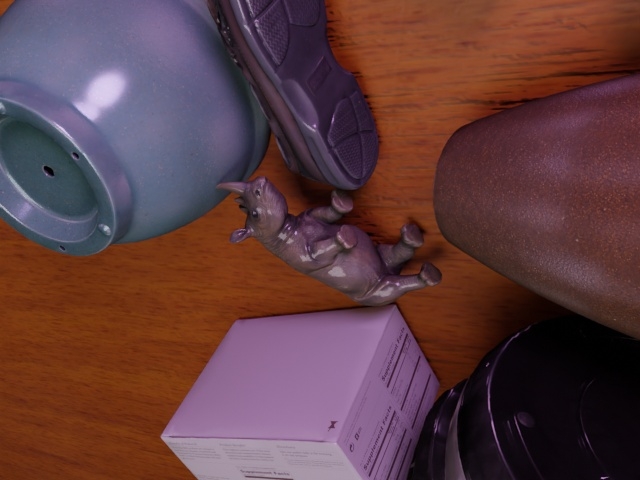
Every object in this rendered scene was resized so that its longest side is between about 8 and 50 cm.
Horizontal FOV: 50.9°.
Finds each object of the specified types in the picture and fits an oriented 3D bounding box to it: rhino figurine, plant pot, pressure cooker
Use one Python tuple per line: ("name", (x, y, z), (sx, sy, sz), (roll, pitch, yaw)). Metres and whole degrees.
("rhino figurine", (0.000, 0.000, 0.694), (0.243, 0.073, 0.106), (26, 143, -21))
("plant pot", (-0.221, -0.109, 0.667), (0.293, 0.196, 0.293), (15, 134, 16))
("plant pot", (0.211, -0.032, 0.512), (0.231, 0.215, 0.215), (10, 134, 40))
("pressure cooker", (0.254, 0.332, 0.635), (0.370, 0.375, 0.420), (-4, 127, -20))

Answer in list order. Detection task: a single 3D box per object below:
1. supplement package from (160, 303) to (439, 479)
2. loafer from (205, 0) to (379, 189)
("supplement package", (-0.020, 0.207, 0.831), (0.262, 0.204, 0.145), (-9, 124, 34))
("loafer", (-0.044, -0.167, 0.584), (0.095, 0.109, 0.302), (5, 136, 37))
